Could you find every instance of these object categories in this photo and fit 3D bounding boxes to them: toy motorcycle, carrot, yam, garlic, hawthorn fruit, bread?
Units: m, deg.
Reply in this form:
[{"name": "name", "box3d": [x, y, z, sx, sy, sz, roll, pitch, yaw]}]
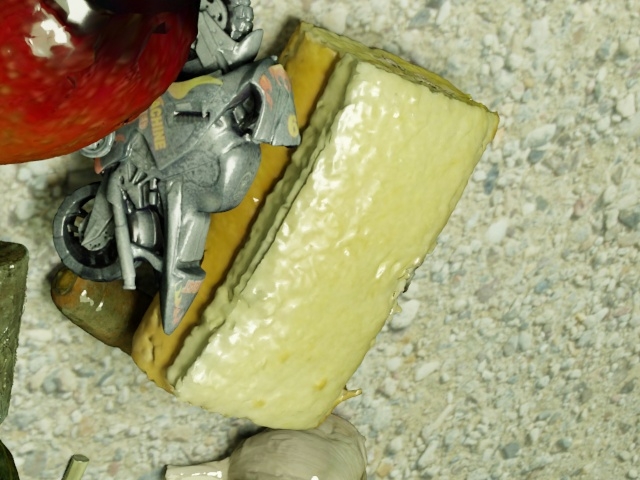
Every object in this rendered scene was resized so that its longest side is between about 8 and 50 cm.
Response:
[{"name": "toy motorcycle", "box3d": [-0.118, -0.079, 1.693, 0.307, 0.173, 0.108, -62, 165, 10]}, {"name": "carrot", "box3d": [-0.141, 0.103, 1.919, 0.070, 0.070, 0.342, -48, 136, 12]}, {"name": "yam", "box3d": [-0.323, 0.078, 1.757, 0.107, 0.107, 0.183, -3, 124, -30]}, {"name": "garlic", "box3d": [-0.063, 0.274, 2.063, 0.212, 0.218, 0.218, 17, 124, 6]}, {"name": "hawthorn fruit", "box3d": [-0.233, -0.196, 1.448, 0.316, 0.316, 0.316, -17, 133, -19]}, {"name": "bread", "box3d": [0.000, 0.000, 1.815, 0.236, 0.165, 0.375, 19, 105, -45]}]

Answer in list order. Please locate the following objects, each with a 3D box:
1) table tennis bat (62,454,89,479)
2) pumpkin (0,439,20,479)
[{"name": "table tennis bat", "box3d": [-0.279, 0.290, 2.024, 0.087, 0.013, 0.156, 6, 122, -34]}, {"name": "pumpkin", "box3d": [-0.395, 0.249, 1.815, 0.224, 0.157, 0.223, -21, 152, -12]}]
